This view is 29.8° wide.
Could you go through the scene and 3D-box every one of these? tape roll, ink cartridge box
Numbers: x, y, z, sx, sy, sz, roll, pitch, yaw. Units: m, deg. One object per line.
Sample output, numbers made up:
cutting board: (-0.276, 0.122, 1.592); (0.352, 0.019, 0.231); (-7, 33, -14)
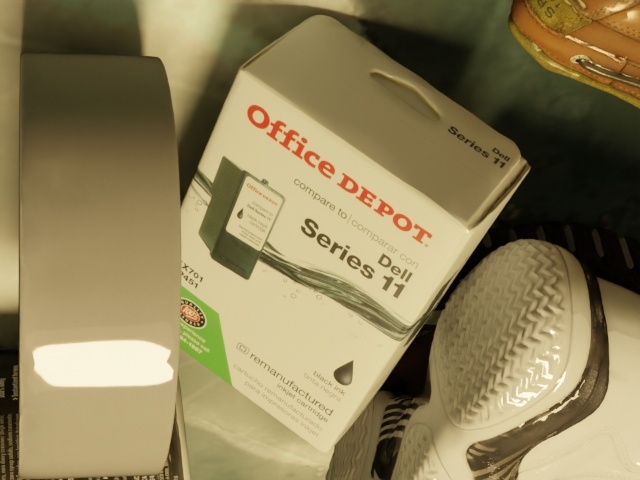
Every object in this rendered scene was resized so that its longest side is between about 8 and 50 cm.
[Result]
tape roll: (-0.121, 0.013, 0.626); (0.072, 0.219, 0.219); (1, 138, -15)
ink cartridge box: (0.000, 0.000, 0.694); (0.153, 0.087, 0.208); (35, 131, 9)

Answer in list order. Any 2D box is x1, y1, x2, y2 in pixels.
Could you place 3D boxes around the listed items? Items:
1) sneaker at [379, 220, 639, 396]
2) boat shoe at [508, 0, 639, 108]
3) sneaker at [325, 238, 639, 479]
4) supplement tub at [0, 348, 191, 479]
sneaker: (0.127, 0.067, 0.866); (0.281, 0.106, 0.162); (11, 140, -12)
boat shoe: (0.246, -0.104, 0.696); (0.307, 0.110, 0.104); (23, 132, -23)
sneaker: (0.139, 0.152, 0.777); (0.210, 0.137, 0.366); (16, 139, -13)
supplement tub: (-0.249, 0.171, 0.792); (0.316, 0.193, 0.193); (-3, 139, -11)
